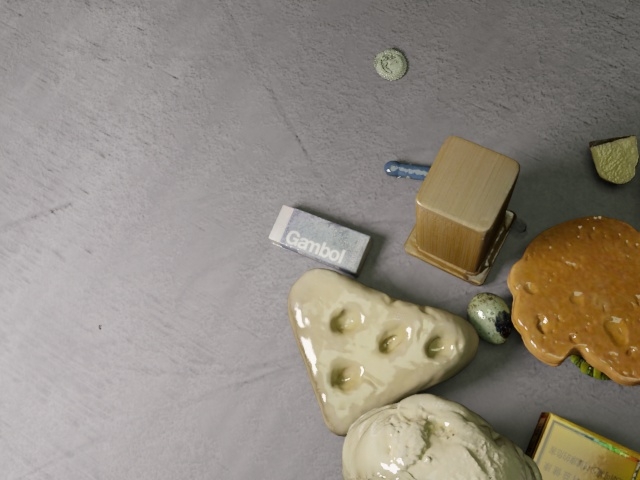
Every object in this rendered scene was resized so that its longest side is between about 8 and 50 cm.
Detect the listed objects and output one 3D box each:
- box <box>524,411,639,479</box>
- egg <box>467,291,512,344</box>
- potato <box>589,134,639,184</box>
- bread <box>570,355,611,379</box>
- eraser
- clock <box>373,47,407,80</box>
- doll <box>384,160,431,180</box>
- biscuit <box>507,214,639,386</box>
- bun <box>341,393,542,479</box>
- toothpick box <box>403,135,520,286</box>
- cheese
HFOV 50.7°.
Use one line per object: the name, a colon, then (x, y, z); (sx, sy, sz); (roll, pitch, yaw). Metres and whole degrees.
box: (0.457, 0.501, 1.266); (0.193, 0.084, 0.301); (24, 79, 13)
egg: (0.345, 0.158, 1.372); (0.085, 0.085, 0.110); (-21, 70, 0)
potato: (0.630, -0.166, 1.443); (0.096, 0.066, 0.103); (-5, 83, 29)
bread: (0.561, 0.207, 1.345); (0.130, 0.071, 0.139); (11, 76, 14)
eraser: (0.000, 0.000, 1.473); (0.213, 0.046, 0.091); (20, 78, 11)
clock: (0.165, -0.413, 1.588); (0.074, 0.010, 0.083); (-24, 74, -1)
doll: (0.204, -0.154, 1.506); (0.125, 0.027, 0.037); (11, 77, 6)
biscuit: (0.531, 0.112, 1.324); (0.312, 0.057, 0.351); (-3, 61, 12)
bun: (0.215, 0.397, 1.200); (0.360, 0.359, 0.211); (21, 63, 11)
toothpick box: (0.281, -0.057, 1.325); (0.190, 0.308, 0.187); (27, 79, 15)
cheese: (0.105, 0.175, 1.370); (0.351, 0.129, 0.328); (-30, 74, -2)
